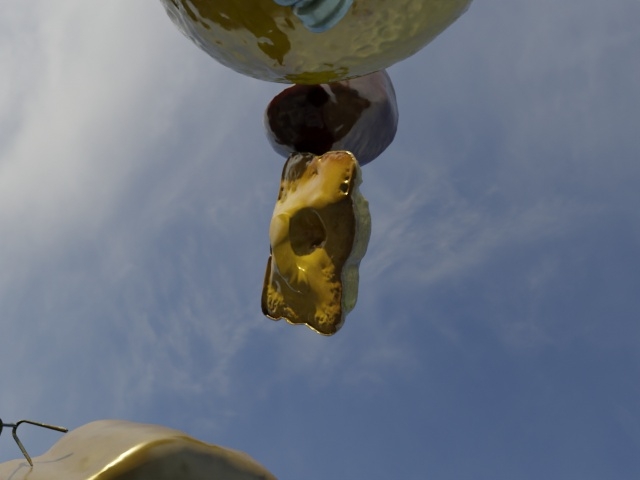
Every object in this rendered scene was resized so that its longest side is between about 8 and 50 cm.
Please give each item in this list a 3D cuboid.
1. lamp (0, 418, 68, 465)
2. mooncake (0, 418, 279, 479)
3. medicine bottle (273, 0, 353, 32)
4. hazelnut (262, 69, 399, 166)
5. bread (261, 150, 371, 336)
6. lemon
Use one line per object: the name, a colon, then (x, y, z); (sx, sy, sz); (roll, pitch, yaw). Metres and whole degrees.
lamp: (-0.270, 0.158, 0.556); (0.054, 0.121, 0.041); (21, -108, 19)
mooncake: (-0.196, 0.357, 0.631); (0.200, 0.378, 0.379); (-4, -86, 51)
medicine bottle: (-0.054, -0.200, 0.406); (0.051, 0.191, 0.051); (-22, -126, 34)
hazelnut: (0.016, -0.183, 0.949); (0.160, 0.201, 0.170); (57, -47, 40)
bread: (0.000, 0.000, 0.866); (0.160, 0.088, 0.233); (10, -83, 42)
lemon: (-0.001, -0.297, 0.594); (0.336, 0.336, 0.336); (5, -81, 33)
